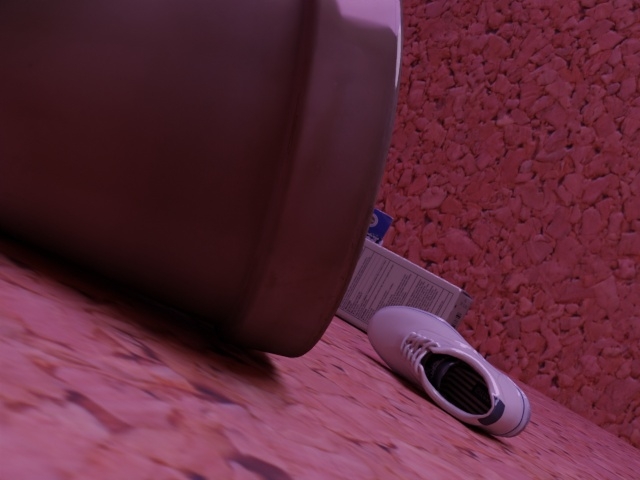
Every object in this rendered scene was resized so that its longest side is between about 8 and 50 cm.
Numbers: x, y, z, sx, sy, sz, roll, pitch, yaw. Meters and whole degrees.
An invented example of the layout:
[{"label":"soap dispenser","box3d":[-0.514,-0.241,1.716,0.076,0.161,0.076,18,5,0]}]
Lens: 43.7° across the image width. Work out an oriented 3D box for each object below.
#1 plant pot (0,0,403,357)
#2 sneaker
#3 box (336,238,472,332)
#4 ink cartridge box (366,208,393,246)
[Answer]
[{"label":"plant pot","box3d":[-0.123,-0.093,0.614,0.280,0.324,0.323,12,4,-14]},{"label":"sneaker","box3d":[0.145,0.147,0.992,0.258,0.094,0.091,30,-3,42]},{"label":"box","box3d":[0.133,0.108,1.443,0.232,0.149,0.127,29,0,23]},{"label":"ink cartridge box","box3d":[0.000,0.000,1.590,0.223,0.224,0.045,28,30,3]}]
